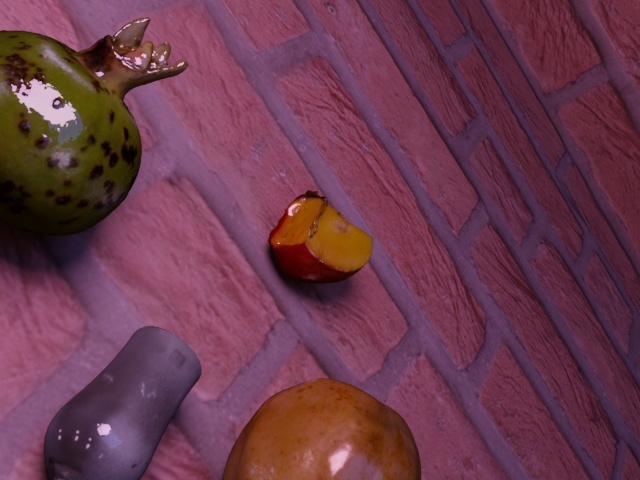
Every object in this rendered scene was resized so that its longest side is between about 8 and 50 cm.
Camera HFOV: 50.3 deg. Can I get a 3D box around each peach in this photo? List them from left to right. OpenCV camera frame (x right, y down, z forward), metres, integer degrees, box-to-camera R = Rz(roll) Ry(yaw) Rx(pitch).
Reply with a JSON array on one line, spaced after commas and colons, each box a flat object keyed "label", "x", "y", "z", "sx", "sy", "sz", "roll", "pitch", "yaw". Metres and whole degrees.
[{"label": "peach", "x": -0.001, "y": 0.007, "z": 0.981, "sx": 0.151, "sy": 0.118, "sz": 0.151, "roll": 41, "pitch": 5, "yaw": -5}]

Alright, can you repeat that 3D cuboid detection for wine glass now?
[{"label": "wine glass", "x": -0.206, "y": 0.189, "z": 0.660, "sx": 0.103, "sy": 0.103, "sz": 0.231, "roll": 52, "pitch": 38, "yaw": -15}]

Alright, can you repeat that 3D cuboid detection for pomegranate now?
[{"label": "pomegranate", "x": -0.258, "y": -0.123, "z": 0.673, "sx": 0.211, "sy": 0.263, "sz": 0.211, "roll": 46, "pitch": 2, "yaw": -2}, {"label": "pomegranate", "x": 0.003, "y": 0.264, "z": 0.768, "sx": 0.233, "sy": 0.233, "sz": 0.233, "roll": 25, "pitch": 52, "yaw": -38}]
